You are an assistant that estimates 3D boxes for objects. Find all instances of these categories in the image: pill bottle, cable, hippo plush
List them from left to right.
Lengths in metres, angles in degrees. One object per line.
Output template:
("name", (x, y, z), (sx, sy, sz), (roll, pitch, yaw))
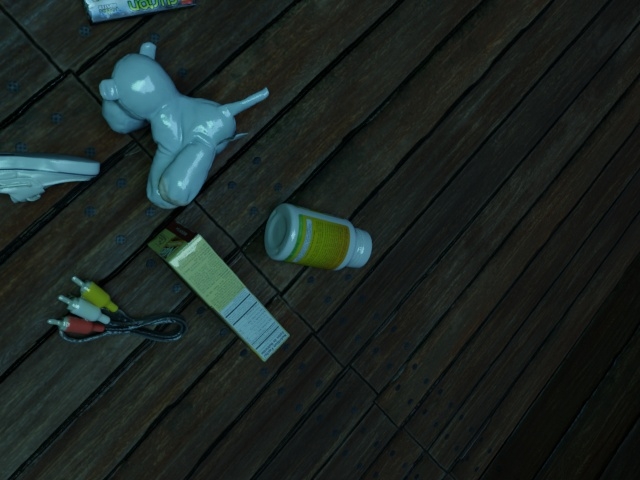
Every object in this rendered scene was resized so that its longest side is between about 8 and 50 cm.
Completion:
("cable", (-0.418, 0.181, 1.068), (0.287, 0.072, 0.139), (31, 90, -33))
("hippo plush", (-0.300, -0.211, 0.946), (0.236, 0.294, 0.234), (36, 60, -24))
("pill bottle", (0.000, 0.000, 1.245), (0.245, 0.136, 0.136), (13, 94, -33))

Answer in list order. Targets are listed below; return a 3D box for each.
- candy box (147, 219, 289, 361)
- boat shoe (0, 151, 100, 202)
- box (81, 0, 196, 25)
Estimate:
("candy box", (-0.219, 0.108, 1.107), (0.087, 0.183, 0.316), (-45, 120, -14))
("boat shoe", (-0.540, -0.110, 0.916), (0.267, 0.096, 0.088), (-5, 108, -29))
("box", (-0.354, -0.490, 0.976), (0.207, 0.036, 0.114), (-23, 112, -26))
